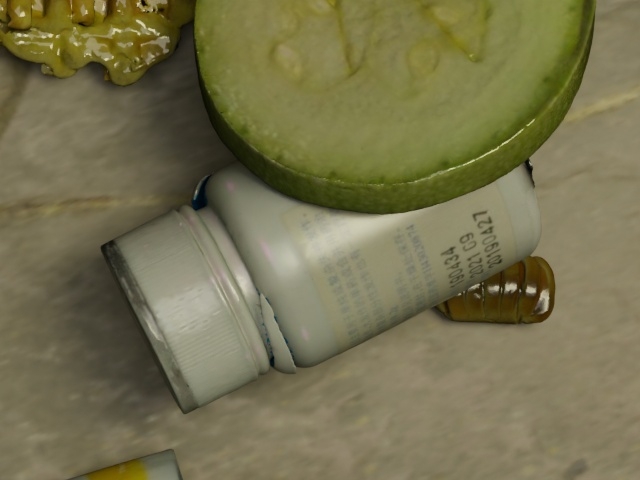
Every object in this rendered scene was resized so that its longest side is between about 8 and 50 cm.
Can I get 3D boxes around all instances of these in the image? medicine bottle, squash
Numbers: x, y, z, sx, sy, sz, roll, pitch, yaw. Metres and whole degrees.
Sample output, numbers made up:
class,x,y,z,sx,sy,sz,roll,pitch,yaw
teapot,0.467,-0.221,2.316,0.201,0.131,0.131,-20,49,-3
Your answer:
class,x,y,z,sx,sy,sz,roll,pitch,yaw
medicine bottle,0.000,0.000,1.159,0.258,0.143,0.143,-26,91,-9
squash,0.039,-0.133,1.120,0.252,0.049,0.252,-2,62,5

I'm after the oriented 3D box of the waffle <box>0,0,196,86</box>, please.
class,x,y,z,sx,sy,sz,roll,pitch,yaw
waffle,-0.155,-0.241,1.196,0.280,0.060,0.262,43,80,-5

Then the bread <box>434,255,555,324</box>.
class,x,y,z,sx,sy,sz,roll,pitch,yaw
bread,0.117,0.032,1.229,0.088,0.033,0.049,5,80,-7

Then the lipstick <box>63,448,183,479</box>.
class,x,y,z,sx,sy,sz,roll,pitch,yaw
lipstick,-0.213,0.199,1.164,0.264,0.059,0.059,-16,89,-7
